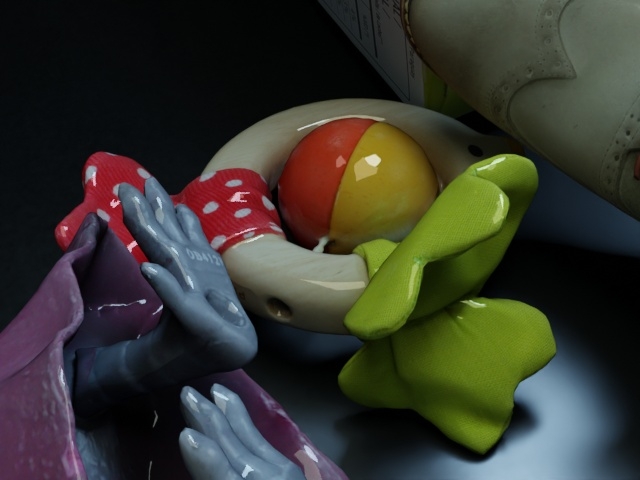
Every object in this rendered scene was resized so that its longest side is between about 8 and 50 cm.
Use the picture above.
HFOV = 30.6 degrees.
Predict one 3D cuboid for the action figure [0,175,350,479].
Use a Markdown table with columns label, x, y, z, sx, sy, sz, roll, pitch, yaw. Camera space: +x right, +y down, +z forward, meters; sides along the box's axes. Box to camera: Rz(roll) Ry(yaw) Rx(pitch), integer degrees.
| label | x | y | z | sx | sy | sz | roll | pitch | yaw |
| --- | --- | --- | --- | --- | --- | --- | --- | --- | --- |
| action figure | -0.157 | 0.155 | 0.431 | 0.370 | 0.248 | 0.276 | -41 | 89 | 9 |

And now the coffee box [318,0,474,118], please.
| label | x | y | z | sx | sy | sz | roll | pitch | yaw |
| --- | --- | --- | --- | --- | --- | --- | --- | --- | --- |
| coffee box | 0.120 | -0.335 | 0.675 | 0.337 | 0.338 | 0.334 | -24 | 49 | -12 |

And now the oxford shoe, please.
| label | x | y | z | sx | sy | sz | roll | pitch | yaw |
| --- | --- | --- | --- | --- | --- | --- | --- | --- | --- |
| oxford shoe | 0.190 | -0.044 | 0.521 | 0.348 | 0.123 | 0.130 | 25 | 27 | 6 |

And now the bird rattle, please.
| label | x | y | z | sx | sy | sz | roll | pitch | yaw |
| --- | --- | --- | --- | --- | --- | --- | --- | --- | --- |
| bird rattle | 0.000 | 0.000 | 0.597 | 0.253 | 0.143 | 0.207 | 8 | 39 | 27 |
